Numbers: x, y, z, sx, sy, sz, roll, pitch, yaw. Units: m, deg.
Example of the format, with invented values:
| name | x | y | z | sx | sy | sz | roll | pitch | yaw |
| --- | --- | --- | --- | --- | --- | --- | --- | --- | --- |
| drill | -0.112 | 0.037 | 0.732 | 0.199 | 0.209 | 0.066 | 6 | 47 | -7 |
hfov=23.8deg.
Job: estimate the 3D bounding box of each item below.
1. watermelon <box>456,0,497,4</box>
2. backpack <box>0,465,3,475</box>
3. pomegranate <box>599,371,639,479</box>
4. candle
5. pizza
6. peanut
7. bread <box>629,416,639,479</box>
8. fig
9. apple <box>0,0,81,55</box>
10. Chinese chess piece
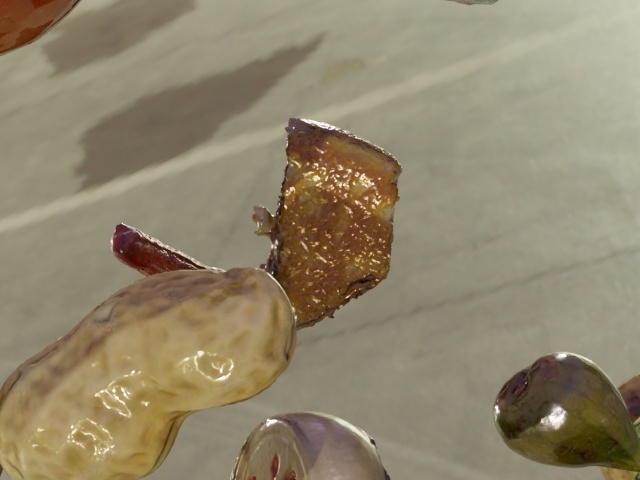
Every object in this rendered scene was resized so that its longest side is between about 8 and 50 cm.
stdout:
| name | x | y | z | sx | sy | sz | roll | pitch | yaw |
| --- | --- | --- | --- | --- | --- | --- | --- | --- | --- |
| watermelon | 0.166 | -0.367 | 2.107 | 0.180 | 0.094 | 0.081 | 36 | 80 | 35 |
| backpack | -0.509 | 0.210 | 1.512 | 0.201 | 0.378 | 0.353 | 126 | 152 | -45 |
| pomegranate | 0.500 | 0.285 | 2.152 | 0.215 | 0.215 | 0.215 | -23 | 22 | 10 |
| candle | -0.149 | 0.045 | 1.799 | 0.048 | 0.329 | 0.051 | -46 | 57 | 8 |
| pizza | 0.000 | 0.000 | 1.959 | 0.189 | 0.297 | 0.071 | 13 | 1 | -4 |
| peanut | -0.154 | 0.118 | 1.296 | 0.305 | 0.147 | 0.147 | -38 | 18 | 17 |
| bread | 0.416 | 0.279 | 1.829 | 0.071 | 0.139 | 0.130 | -32 | 25 | 21 |
| fig | 0.287 | 0.199 | 1.706 | 0.133 | 0.185 | 0.126 | -53 | 37 | 13 |
| apple | -0.208 | -0.199 | 0.782 | 0.230 | 0.230 | 0.230 | -23 | 22 | 10 |
| Chinese chess piece | -0.019 | 0.319 | 1.738 | 0.103 | 0.249 | 0.250 | 9 | 4 | -29 |
